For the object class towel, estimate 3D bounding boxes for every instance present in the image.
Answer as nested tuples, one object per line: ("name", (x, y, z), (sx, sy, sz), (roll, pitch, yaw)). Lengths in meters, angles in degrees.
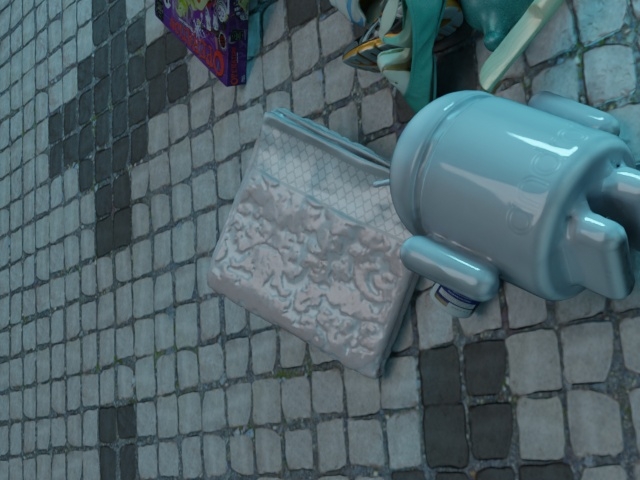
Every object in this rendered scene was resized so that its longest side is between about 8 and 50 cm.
("towel", (0.000, 0.000, 1.505), (0.332, 0.053, 0.317), (28, 108, 26))

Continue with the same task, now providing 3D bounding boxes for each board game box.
("board game box", (-0.231, -0.458, 1.900), (0.347, 0.056, 0.208), (47, 146, 44))

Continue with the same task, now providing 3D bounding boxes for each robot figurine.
("robot figurine", (0.225, -0.059, 1.180), (0.353, 0.200, 0.300), (26, 63, 38))

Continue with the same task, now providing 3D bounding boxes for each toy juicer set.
("toy juicer set", (0.264, -0.357, 1.299), (0.209, 0.089, 0.329), (-35, 49, 29))

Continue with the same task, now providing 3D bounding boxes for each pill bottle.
("pill bottle", (0.200, 0.038, 1.329), (0.067, 0.067, 0.120), (52, 125, 41))

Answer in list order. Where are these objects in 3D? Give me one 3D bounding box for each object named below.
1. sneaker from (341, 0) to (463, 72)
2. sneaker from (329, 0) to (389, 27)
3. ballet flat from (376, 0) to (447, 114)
("sneaker", (0.118, -0.316, 1.477), (0.215, 0.084, 0.083), (-23, 65, 37))
("sneaker", (0.097, -0.433, 1.519), (0.092, 0.087, 0.229), (49, 129, 34))
("ballet flat", (0.120, -0.269, 1.377), (0.247, 0.087, 0.083), (91, 172, -45))
